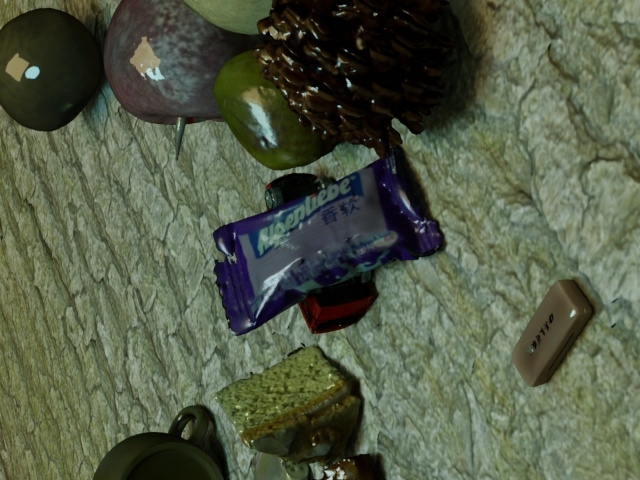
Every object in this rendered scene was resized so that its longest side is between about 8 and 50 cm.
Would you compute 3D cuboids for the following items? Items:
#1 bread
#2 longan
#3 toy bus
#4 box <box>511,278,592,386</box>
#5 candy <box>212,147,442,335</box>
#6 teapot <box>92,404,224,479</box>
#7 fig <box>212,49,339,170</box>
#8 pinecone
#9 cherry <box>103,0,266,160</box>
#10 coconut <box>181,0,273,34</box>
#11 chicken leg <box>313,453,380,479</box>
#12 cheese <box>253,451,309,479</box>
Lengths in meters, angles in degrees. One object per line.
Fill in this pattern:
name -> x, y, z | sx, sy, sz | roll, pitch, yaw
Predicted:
bread -> -0.043, 0.206, 1.682 | 0.147, 0.152, 0.127 | 41, 120, 52
longan -> -0.457, -0.285, 2.255 | 0.212, 0.198, 0.198 | -40, 61, 57
toy bus -> -0.008, 0.012, 1.657 | 0.089, 0.081, 0.195 | 113, 139, -54
box -> 0.223, 0.091, 1.331 | 0.048, 0.025, 0.115 | 59, 140, 34
candy -> 0.000, 0.000, 1.553 | 0.275, 0.070, 0.145 | -25, 59, 18
teapot -> -0.248, 0.363, 2.019 | 0.175, 0.186, 0.267 | 1, 58, 60
fig -> -0.046, -0.165, 1.617 | 0.154, 0.166, 0.144 | -61, 0, 3
pinecone -> 0.043, -0.199, 1.428 | 0.221, 0.221, 0.221 | 15, 107, 58
cherry -> -0.175, -0.245, 1.763 | 0.236, 0.213, 0.285 | 14, 97, 47
coconut -> -0.080, -0.353, 1.602 | 0.224, 0.224, 0.224 | 15, 107, 58
chicken leg -> 0.030, 0.402, 1.647 | 0.093, 0.113, 0.304 | -32, -49, -82
cheese -> -0.069, 0.341, 1.848 | 0.097, 0.037, 0.192 | 63, 144, 34
